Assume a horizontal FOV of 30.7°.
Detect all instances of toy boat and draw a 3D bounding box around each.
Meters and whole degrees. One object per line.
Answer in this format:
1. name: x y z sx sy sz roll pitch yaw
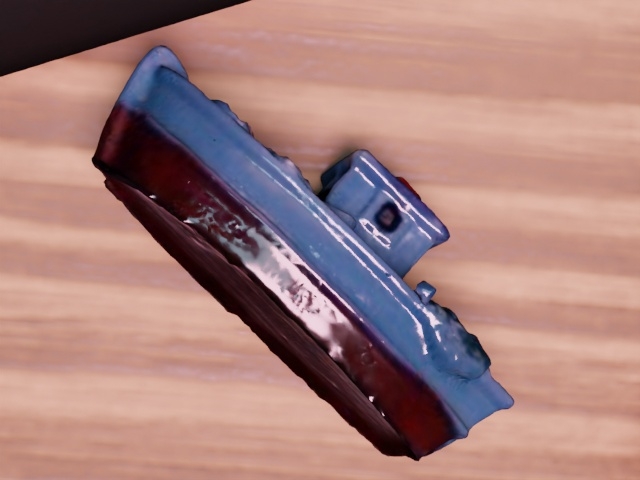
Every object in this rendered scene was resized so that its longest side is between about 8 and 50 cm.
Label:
1. toy boat: 0.000 0.000 0.519 0.223 0.100 0.097 45 69 -8

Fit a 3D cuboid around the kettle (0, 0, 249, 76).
1. kettle: -0.127 -0.190 0.427 0.308 0.203 0.262 -19 112 2
